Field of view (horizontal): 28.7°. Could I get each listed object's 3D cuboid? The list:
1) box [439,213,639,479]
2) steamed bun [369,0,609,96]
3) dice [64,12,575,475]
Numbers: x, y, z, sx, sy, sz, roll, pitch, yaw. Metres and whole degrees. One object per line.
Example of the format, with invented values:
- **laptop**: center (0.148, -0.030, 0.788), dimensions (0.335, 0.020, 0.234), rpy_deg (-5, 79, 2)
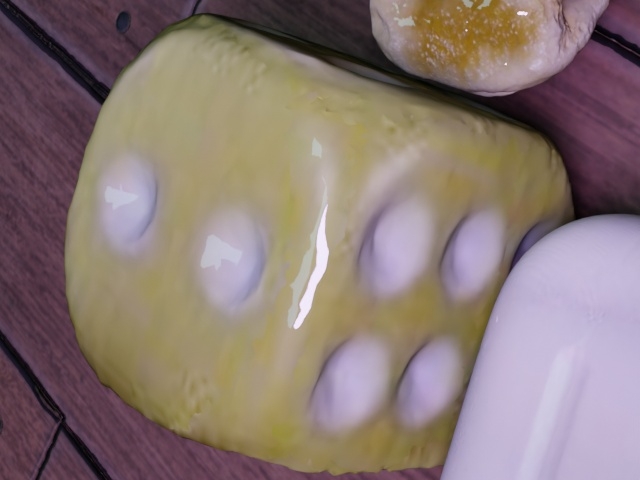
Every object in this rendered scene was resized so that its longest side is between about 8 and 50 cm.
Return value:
- **box**: center (0.214, 0.154, 0.625), dimensions (0.349, 0.141, 0.289), rpy_deg (22, 100, 42)
- **steamed bun**: center (0.098, -0.196, 0.737), dimensions (0.140, 0.155, 0.172), rpy_deg (11, 59, 25)
- **dice**: center (0.000, 0.000, 0.779), dimensions (0.233, 0.238, 0.227), rpy_deg (29, 105, 41)
